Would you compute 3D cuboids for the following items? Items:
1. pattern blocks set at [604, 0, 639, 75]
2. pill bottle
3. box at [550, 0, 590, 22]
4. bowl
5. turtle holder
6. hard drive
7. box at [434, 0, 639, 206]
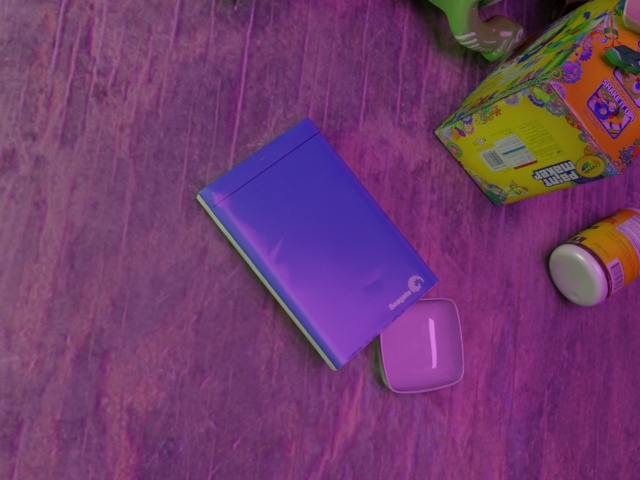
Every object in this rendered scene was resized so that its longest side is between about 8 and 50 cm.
[{"bbox_3d":[0.492,-0.363,1.078,0.285,0.026,0.325,30,72,-17],"label":"pattern blocks set"},{"bbox_3d":[0.509,0.018,1.307,0.215,0.117,0.117,-28,95,-23],"label":"pill bottle"},{"bbox_3d":[0.493,-0.581,1.324,0.191,0.143,0.381,-3,87,6],"label":"box"},{"bbox_3d":[0.148,0.162,1.179,0.142,0.053,0.142,-4,85,-23],"label":"bowl"},{"bbox_3d":[0.267,-0.474,1.200,0.227,0.243,0.320,-17,78,-39],"label":"turtle holder"},{"bbox_3d":[0.000,0.000,1.114,0.210,0.040,0.318,-38,88,-21],"label":"hard drive"},{"bbox_3d":[0.387,-0.227,1.190,0.177,0.290,0.279,48,70,-11],"label":"box"}]
